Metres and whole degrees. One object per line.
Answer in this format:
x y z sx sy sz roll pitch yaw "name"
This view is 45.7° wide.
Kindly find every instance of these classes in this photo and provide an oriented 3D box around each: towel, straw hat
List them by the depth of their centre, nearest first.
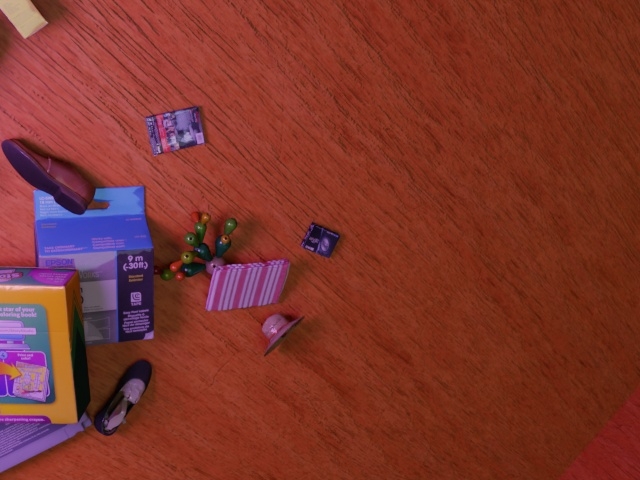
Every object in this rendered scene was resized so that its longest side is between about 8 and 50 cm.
-0.177 0.107 1.833 0.196 0.029 0.144 -5 134 -26 "towel"
-0.111 0.220 1.910 0.144 0.144 0.061 -44 82 -4 "straw hat"

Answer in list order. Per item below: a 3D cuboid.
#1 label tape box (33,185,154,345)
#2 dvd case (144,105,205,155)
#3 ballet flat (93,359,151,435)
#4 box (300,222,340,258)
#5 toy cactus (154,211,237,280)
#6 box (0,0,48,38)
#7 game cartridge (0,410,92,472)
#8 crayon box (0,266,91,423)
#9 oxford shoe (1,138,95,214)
-0.493 0.059 1.656 0.240 0.106 0.334 -4 111 -23 "label tape box"
-0.320 -0.243 1.676 0.119 0.013 0.087 -16 115 -17 "dvd case"
-0.464 0.382 1.809 0.074 0.074 0.203 37 91 -30 "ballet flat"
0.000 0.000 1.906 0.083 0.018 0.067 24 97 -30 "box"
-0.273 0.034 1.765 0.219 0.112 0.180 -45 139 -6 "toy cactus"
-0.608 -0.492 1.413 0.058 0.087 0.232 -37 118 -8 "box"
-0.696 0.409 1.725 0.294 0.060 0.196 -25 120 -14 "game cartridge"
-0.675 0.214 1.561 0.362 0.106 0.313 1 109 0 "crayon box"
-0.564 -0.145 1.581 0.212 0.076 0.076 42 53 -23 "oxford shoe"
